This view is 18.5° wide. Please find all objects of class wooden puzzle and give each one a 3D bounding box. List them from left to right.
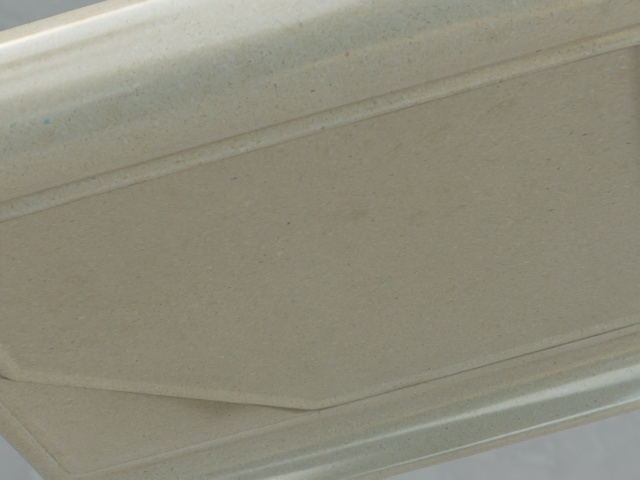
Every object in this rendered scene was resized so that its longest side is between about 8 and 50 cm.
[{"bbox_3d":[0.000,0.000,0.539,0.239,0.221,0.044,68,7,-58],"label":"wooden puzzle"}]
